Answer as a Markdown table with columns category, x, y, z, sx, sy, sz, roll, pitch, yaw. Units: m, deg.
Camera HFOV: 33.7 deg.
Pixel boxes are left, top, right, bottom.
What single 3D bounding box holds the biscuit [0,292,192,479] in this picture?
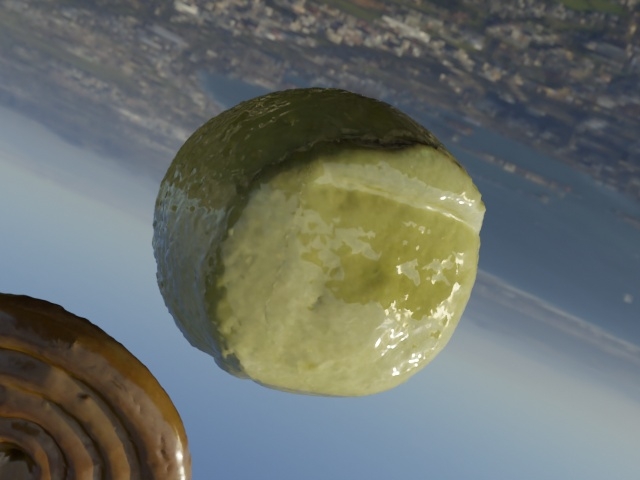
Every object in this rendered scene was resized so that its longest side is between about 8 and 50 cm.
| category | x | y | z | sx | sy | sz | roll | pitch | yaw |
| --- | --- | --- | --- | --- | --- | --- | --- | --- | --- |
| biscuit | -0.219 | 0.153 | 0.768 | 0.261 | 0.262 | 0.037 | 23 | -149 | 0 |

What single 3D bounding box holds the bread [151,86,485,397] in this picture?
| category | x | y | z | sx | sy | sz | roll | pitch | yaw |
| --- | --- | --- | --- | --- | --- | --- | --- | --- | --- |
| bread | -0.004 | -0.002 | 1.051 | 0.320 | 0.321 | 0.237 | 24 | 180 | -21 |
